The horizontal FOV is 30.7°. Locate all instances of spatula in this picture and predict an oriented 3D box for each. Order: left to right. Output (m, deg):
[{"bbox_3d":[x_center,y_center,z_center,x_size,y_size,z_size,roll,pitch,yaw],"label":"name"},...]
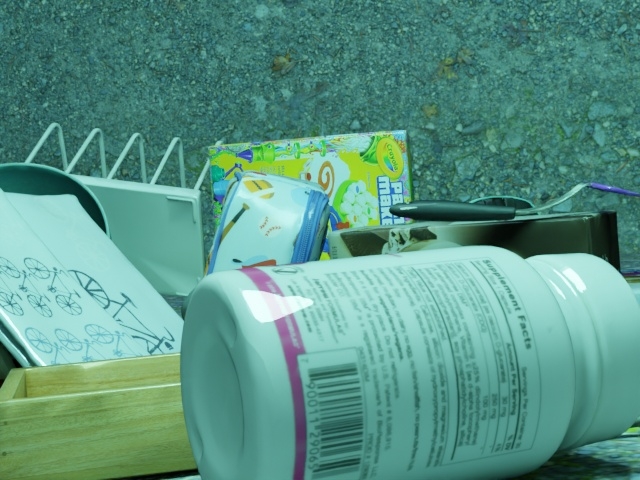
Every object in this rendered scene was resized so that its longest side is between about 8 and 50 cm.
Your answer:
[{"bbox_3d":[0.216,-0.038,1.170,0.296,0.030,0.084,-6,7,-5],"label":"spatula"}]

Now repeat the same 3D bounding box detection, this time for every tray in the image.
[{"bbox_3d":[-0.054,0.134,0.980,0.411,0.076,0.203,-4,1,-11],"label":"tray"}]

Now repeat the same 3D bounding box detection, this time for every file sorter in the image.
[{"bbox_3d":[-0.290,-0.054,1.738,0.278,0.193,0.173,7,39,8],"label":"file sorter"}]

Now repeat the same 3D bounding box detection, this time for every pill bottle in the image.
[{"bbox_3d":[0.064,0.087,0.768,0.283,0.160,0.160,-5,2,-24],"label":"pill bottle"}]

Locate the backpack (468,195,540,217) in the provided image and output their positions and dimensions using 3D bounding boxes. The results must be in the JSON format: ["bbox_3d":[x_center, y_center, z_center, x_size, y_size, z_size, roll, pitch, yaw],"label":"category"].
[{"bbox_3d":[0.261,0.027,1.774,0.166,0.188,0.144,-6,2,-9],"label":"backpack"}]

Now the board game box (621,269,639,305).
[{"bbox_3d":[0.371,0.086,1.538,0.319,0.066,0.318,-5,2,-22],"label":"board game box"}]

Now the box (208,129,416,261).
[{"bbox_3d":[0.000,0.000,1.677,0.279,0.290,0.177,-4,1,6],"label":"box"}]

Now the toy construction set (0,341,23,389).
[{"bbox_3d":[-0.385,0.068,1.280,0.309,0.237,0.257,-5,2,-43],"label":"toy construction set"}]

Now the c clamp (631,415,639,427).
[{"bbox_3d":[0.252,0.135,0.951,0.137,0.022,0.161,-4,1,24],"label":"c clamp"}]

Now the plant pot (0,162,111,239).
[{"bbox_3d":[-0.413,0.066,1.594,0.290,0.290,0.195,-4,-34,1],"label":"plant pot"}]

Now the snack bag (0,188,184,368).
[{"bbox_3d":[-0.268,0.049,1.260,0.037,0.323,0.342,-50,-18,14],"label":"snack bag"}]

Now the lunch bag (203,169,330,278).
[{"bbox_3d":[-0.064,0.050,1.233,0.115,0.243,0.303,12,3,0],"label":"lunch bag"}]

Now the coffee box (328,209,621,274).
[{"bbox_3d":[0.169,0.060,1.265,0.297,0.168,0.119,-4,2,28],"label":"coffee box"}]

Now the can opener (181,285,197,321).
[{"bbox_3d":[-0.003,0.070,1.003,0.283,0.076,0.095,-7,-29,-43],"label":"can opener"}]
